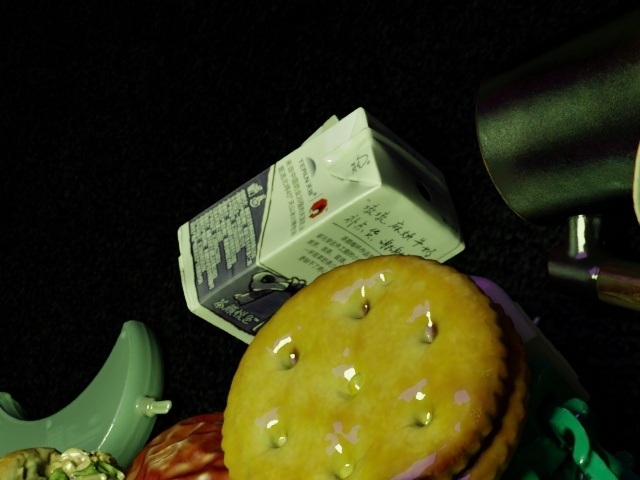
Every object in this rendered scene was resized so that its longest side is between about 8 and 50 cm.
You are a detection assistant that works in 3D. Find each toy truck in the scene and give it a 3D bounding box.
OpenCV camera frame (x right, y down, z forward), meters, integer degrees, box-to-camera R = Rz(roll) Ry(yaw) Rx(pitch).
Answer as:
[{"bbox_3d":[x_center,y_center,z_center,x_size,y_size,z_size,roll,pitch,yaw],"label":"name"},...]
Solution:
[{"bbox_3d":[0.148,0.182,1.005,0.178,0.176,0.363,-40,43,3],"label":"toy truck"}]

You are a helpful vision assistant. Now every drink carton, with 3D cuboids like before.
[{"bbox_3d":[0.000,-0.001,1.280,0.222,0.134,0.102,-32,45,24],"label":"drink carton"}]

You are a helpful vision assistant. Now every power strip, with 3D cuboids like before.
[{"bbox_3d":[-0.241,0.184,1.447,0.253,0.054,0.167,-26,51,30],"label":"power strip"}]

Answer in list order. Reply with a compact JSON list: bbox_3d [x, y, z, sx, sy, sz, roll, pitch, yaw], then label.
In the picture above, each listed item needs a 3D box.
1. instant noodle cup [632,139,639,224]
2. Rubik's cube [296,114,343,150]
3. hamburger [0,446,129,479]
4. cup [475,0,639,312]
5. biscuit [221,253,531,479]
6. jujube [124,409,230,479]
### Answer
[{"bbox_3d":[0.355,-0.038,0.905,0.250,0.250,0.192,-48,50,8],"label":"instant noodle cup"},{"bbox_3d":[0.022,-0.077,1.353,0.084,0.075,0.073,-33,60,3],"label":"Rubik's cube"},{"bbox_3d":[-0.234,0.301,1.230,0.146,0.243,0.286,24,40,31],"label":"hamburger"},{"bbox_3d":[0.224,-0.066,1.091,0.177,0.166,0.239,-17,52,40],"label":"cup"},{"bbox_3d":[0.035,0.109,0.976,0.220,0.066,0.220,-21,46,23],"label":"biscuit"},{"bbox_3d":[-0.056,0.241,1.114,0.213,0.213,0.232,-42,42,14],"label":"jujube"}]
